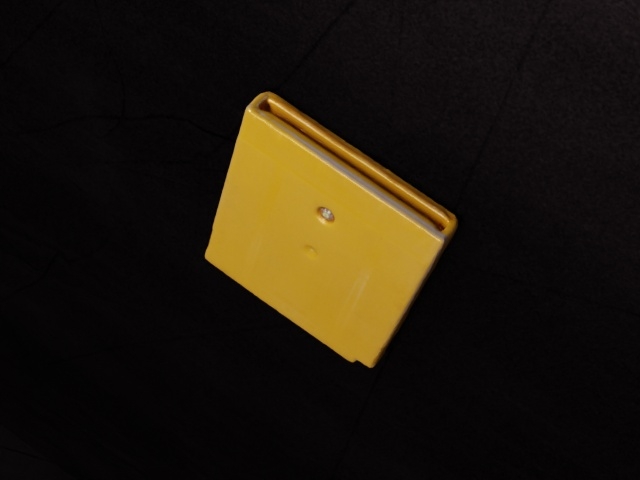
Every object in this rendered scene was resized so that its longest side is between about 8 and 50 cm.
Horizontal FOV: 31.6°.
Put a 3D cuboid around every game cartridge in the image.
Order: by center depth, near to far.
[{"bbox_3d":[0.000,0.000,1.430,0.285,0.053,0.324,35,144,9],"label":"game cartridge"}]
